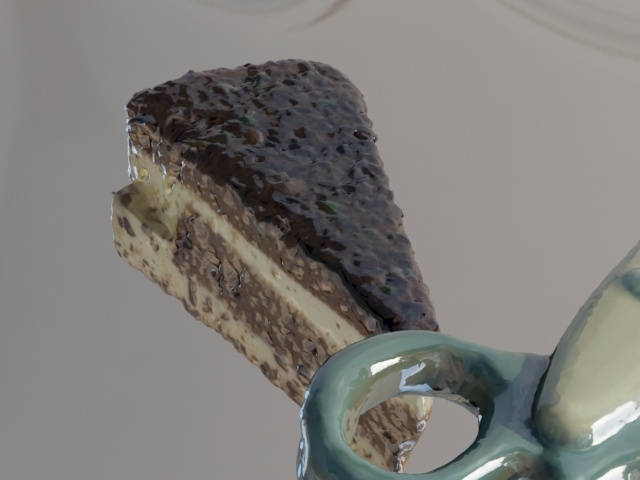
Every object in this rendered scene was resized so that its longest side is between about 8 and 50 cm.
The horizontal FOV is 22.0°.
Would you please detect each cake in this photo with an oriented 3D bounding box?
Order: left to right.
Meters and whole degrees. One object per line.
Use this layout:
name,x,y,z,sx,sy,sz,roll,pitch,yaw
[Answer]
cake,0.011,0.004,0.862,0.135,0.112,0.246,-24,-133,-35

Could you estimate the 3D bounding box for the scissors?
scissors,0.104,0.034,0.547,0.138,0.041,0.289,24,-149,20
